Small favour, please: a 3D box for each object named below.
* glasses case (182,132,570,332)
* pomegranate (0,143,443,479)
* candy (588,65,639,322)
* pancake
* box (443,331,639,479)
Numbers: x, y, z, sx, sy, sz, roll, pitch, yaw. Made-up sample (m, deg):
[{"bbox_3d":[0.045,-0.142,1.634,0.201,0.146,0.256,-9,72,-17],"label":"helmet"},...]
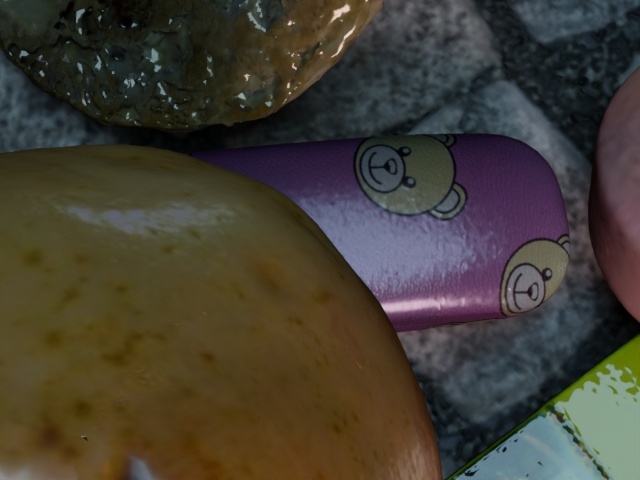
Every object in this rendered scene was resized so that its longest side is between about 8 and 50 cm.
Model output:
[{"bbox_3d":[0.000,0.000,0.808,0.316,0.076,0.123,-5,75,-5],"label":"glasses case"},{"bbox_3d":[-0.138,0.139,0.599,0.411,0.411,0.412,1,74,-3],"label":"pomegranate"},{"bbox_3d":[0.296,-0.026,0.787,0.255,0.094,0.255,-3,53,4],"label":"candy"},{"bbox_3d":[-0.092,-0.255,0.803,0.386,0.082,0.387,1,92,26],"label":"pancake"},{"bbox_3d":[0.154,0.203,0.776,0.335,0.047,0.187,-35,80,-11],"label":"box"}]
